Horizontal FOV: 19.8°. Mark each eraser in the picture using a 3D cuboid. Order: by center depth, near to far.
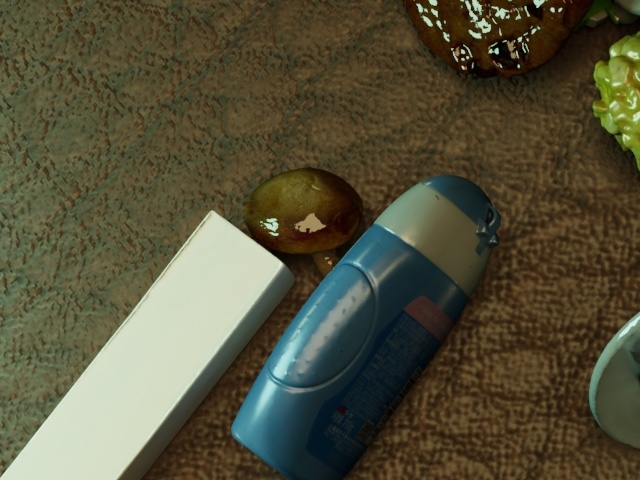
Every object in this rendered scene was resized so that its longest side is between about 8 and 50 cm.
[{"bbox_3d":[-0.141,0.119,1.431,0.076,0.078,0.298,37,85,11],"label":"eraser"}]

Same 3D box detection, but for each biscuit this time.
[{"bbox_3d":[0.135,-0.222,1.435,0.192,0.049,0.192,8,103,39],"label":"biscuit"}]

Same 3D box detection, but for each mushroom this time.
[{"bbox_3d":[0.005,-0.007,1.447,0.129,0.088,0.073,45,131,4],"label":"mushroom"}]

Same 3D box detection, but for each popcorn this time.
[{"bbox_3d":[0.270,-0.106,1.423,0.121,0.106,0.116,15,92,13],"label":"popcorn"}]

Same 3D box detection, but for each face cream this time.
[{"bbox_3d":[0.042,0.064,1.390,0.083,0.149,0.264,33,85,32],"label":"face cream"}]

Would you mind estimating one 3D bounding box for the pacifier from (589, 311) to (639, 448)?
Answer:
[{"bbox_3d":[0.314,0.034,1.354,0.287,0.238,0.226,-29,46,9],"label":"pacifier"}]

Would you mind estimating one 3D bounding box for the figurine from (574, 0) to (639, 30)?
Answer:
[{"bbox_3d":[0.252,-0.235,1.439,0.192,0.147,0.126,38,64,-7],"label":"figurine"}]
